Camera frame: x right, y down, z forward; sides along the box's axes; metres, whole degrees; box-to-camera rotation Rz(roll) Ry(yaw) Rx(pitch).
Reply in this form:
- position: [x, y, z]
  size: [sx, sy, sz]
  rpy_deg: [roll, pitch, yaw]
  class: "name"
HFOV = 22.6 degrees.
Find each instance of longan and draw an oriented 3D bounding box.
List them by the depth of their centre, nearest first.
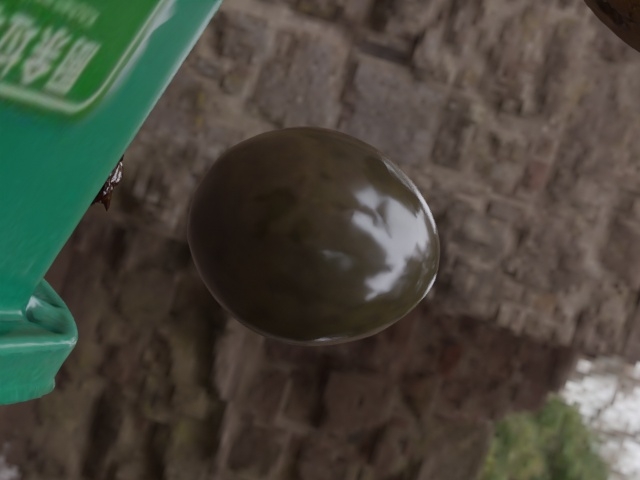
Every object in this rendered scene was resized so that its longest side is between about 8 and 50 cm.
- position: [0.000, 0.000, 1.178]
  size: [0.204, 0.184, 0.159]
  rpy_deg: [21, 87, -66]
  class: "longan"

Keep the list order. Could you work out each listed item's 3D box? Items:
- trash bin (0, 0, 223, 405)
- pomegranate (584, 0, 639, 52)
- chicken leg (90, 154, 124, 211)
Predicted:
- position: [-0.123, -0.157, 0.380]
  size: [0.381, 0.295, 0.259]
  rpy_deg: [-51, 169, 7]
  class: "trash bin"
- position: [0.319, -0.273, 1.295]
  size: [0.281, 0.281, 0.281]
  rpy_deg: [17, 90, -90]
  class: "pomegranate"
- position: [-0.148, -0.185, 0.935]
  size: [0.177, 0.323, 0.083]
  rpy_deg: [-24, -179, 32]
  class: "chicken leg"
